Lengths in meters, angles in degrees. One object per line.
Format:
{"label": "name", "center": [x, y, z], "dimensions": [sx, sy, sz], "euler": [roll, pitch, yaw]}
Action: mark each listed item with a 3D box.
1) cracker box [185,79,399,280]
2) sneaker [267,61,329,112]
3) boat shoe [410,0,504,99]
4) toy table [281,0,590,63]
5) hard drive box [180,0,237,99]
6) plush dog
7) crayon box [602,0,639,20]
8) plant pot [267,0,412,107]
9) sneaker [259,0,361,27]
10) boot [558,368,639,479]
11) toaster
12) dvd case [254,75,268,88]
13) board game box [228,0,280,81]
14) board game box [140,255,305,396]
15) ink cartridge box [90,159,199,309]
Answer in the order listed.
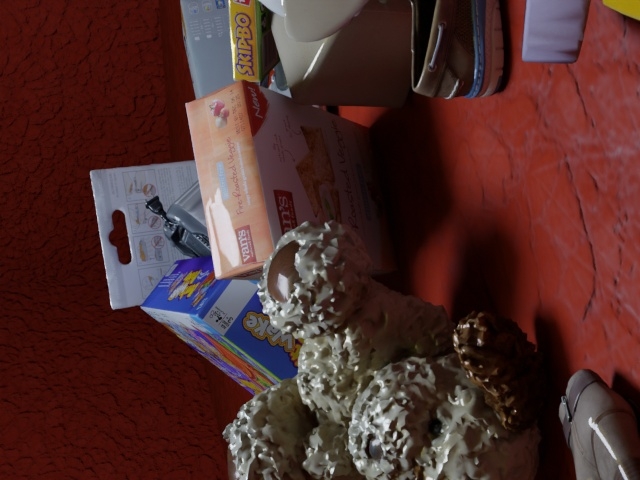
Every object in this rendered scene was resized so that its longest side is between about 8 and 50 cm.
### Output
{"label": "cracker box", "center": [-0.017, -0.043, 0.805], "dimensions": [0.232, 0.067, 0.156], "euler": [6, -109, -59]}
{"label": "sneaker", "center": [-0.041, -0.188, 1.090], "dimensions": [0.228, 0.086, 0.132], "euler": [-156, 62, -62]}
{"label": "boat shoe", "center": [0.081, -0.187, 0.591], "dimensions": [0.066, 0.066, 0.183], "euler": [179, 83, -77]}
{"label": "toy table", "center": [0.048, -0.212, 0.388], "dimensions": [0.252, 0.160, 0.274], "euler": [-65, -24, -59]}
{"label": "hard drive box", "center": [-0.169, -0.271, 1.472], "dimensions": [0.181, 0.089, 0.232], "euler": [128, 130, -79]}
{"label": "plush dog", "center": [0.069, 0.133, 0.671], "dimensions": [0.225, 0.210, 0.263], "euler": [38, 120, 45]}
{"label": "crayon box", "center": [0.173, -0.138, 0.219], "dimensions": [0.318, 0.081, 0.202], "euler": [-122, 27, -60]}
{"label": "plant pot", "center": [0.030, -0.187, 0.746], "dimensions": [0.096, 0.109, 0.109], "euler": [122, 139, -52]}
{"label": "sneaker", "center": [0.025, -0.287, 0.607], "dimensions": [0.118, 0.110, 0.292], "euler": [128, 152, -57]}
{"label": "boot", "center": [0.166, 0.139, 0.520], "dimensions": [0.087, 0.042, 0.118], "euler": [-105, 15, -51]}
{"label": "toaster", "center": [-0.095, -0.019, 1.119], "dimensions": [0.227, 0.146, 0.129], "euler": [41, 158, 1]}
{"label": "dvd case", "center": [-0.110, -0.364, 1.368], "dimensions": [0.164, 0.018, 0.221], "euler": [103, 155, -58]}
{"label": "board game box", "center": [-0.040, -0.258, 0.881], "dimensions": [0.259, 0.039, 0.124], "euler": [-60, -27, -59]}
{"label": "board game box", "center": [-0.061, 0.117, 0.971], "dimensions": [0.233, 0.078, 0.347], "euler": [40, 165, -13]}
{"label": "ink cartridge box", "center": [-0.184, -0.014, 1.184], "dimensions": [0.066, 0.232, 0.189], "euler": [158, 102, -69]}
